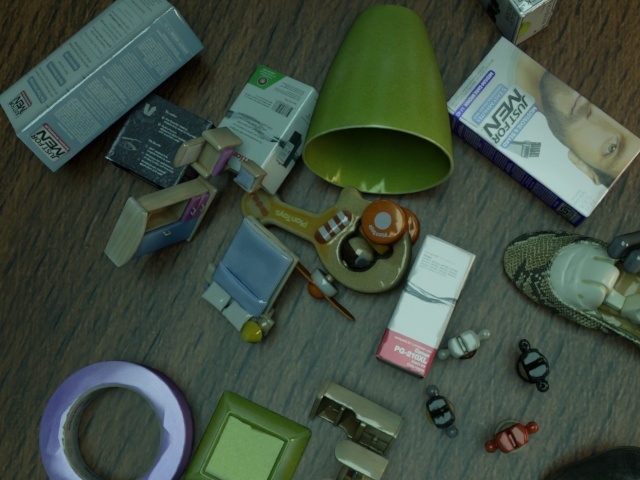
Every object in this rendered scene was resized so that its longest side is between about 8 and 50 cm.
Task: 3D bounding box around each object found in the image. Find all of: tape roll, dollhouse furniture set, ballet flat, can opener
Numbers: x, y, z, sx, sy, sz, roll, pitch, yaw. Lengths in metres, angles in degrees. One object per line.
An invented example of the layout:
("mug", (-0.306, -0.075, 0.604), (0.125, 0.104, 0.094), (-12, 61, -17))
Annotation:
("tape roll", (-0.378, 0.364, 1.853), (0.274, 0.090, 0.275), (-1, 81, 5))
("dollhouse furniture set", (0.023, 0.397, 1.763), (0.161, 0.212, 0.242), (26, 57, 6))
("ballet flat", (0.563, 0.109, 1.779), (0.482, 0.182, 0.164), (29, 85, 8))
("dollhouse furniture set", (-0.182, 0.012, 1.772), (0.303, 0.198, 0.286), (43, 125, 16))
("can opener", (0.619, -0.009, 1.765), (0.076, 0.283, 0.095), (49, 127, 28))

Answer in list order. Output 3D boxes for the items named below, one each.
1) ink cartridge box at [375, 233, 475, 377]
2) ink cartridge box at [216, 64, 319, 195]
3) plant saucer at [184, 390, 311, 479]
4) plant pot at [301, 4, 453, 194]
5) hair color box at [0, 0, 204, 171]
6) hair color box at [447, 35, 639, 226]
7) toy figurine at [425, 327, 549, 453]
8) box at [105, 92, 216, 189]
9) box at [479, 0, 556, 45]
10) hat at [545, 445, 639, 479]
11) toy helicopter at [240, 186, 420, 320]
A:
("ink cartridge box", (0.190, 0.124, 1.807), (0.100, 0.172, 0.237), (23, 83, 7))
("ink cartridge box", (-0.104, -0.211, 1.899), (0.153, 0.087, 0.208), (30, 82, 33))
("plant saucer", (-0.138, 0.402, 1.851), (0.188, 0.045, 0.188), (24, 83, 7))
("plant pot", (0.117, -0.274, 1.836), (0.274, 0.275, 0.294), (5, 68, 5))
("hair color box", (-0.426, -0.322, 1.911), (0.374, 0.114, 0.185), (-40, 41, -3))
("hair color box", (0.415, -0.205, 1.878), (0.338, 0.110, 0.185), (39, 84, 7))
("toy figurine", (0.302, 0.270, 1.797), (0.209, 0.148, 0.213), (16, 85, 12))
("box", (-0.305, -0.185, 1.932), (0.156, 0.093, 0.158), (28, 85, 9))
("box", (0.332, -0.532, 1.904), (0.087, 0.169, 0.290), (-32, 81, -1))
("hat", (0.505, 0.524, 1.690), (0.331, 0.134, 0.332), (3, 99, 23))
("toy helicopter", (0.000, 0.000, 1.884), (0.355, 0.140, 0.235), (22, 92, 18))
